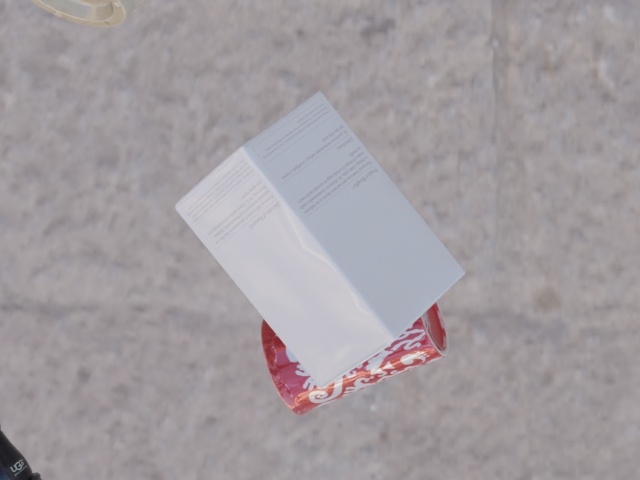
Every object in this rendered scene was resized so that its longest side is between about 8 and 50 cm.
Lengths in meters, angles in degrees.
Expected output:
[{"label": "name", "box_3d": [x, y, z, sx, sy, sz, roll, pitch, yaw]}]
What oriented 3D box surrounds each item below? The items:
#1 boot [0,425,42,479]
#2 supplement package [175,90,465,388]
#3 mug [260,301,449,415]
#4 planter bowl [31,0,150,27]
[{"label": "boot", "box_3d": [-0.431, 0.226, 1.874, 0.246, 0.094, 0.207, -24, 96, 37]}, {"label": "supplement package", "box_3d": [0.000, 0.000, 1.268, 0.179, 0.105, 0.105, 52, 136, 0]}, {"label": "mug", "box_3d": [0.031, 0.087, 1.749, 0.169, 0.113, 0.150, -19, 100, 17]}, {"label": "planter bowl", "box_3d": [-0.170, -0.227, 1.260, 0.162, 0.109, 0.162, 18, 162, 6]}]
